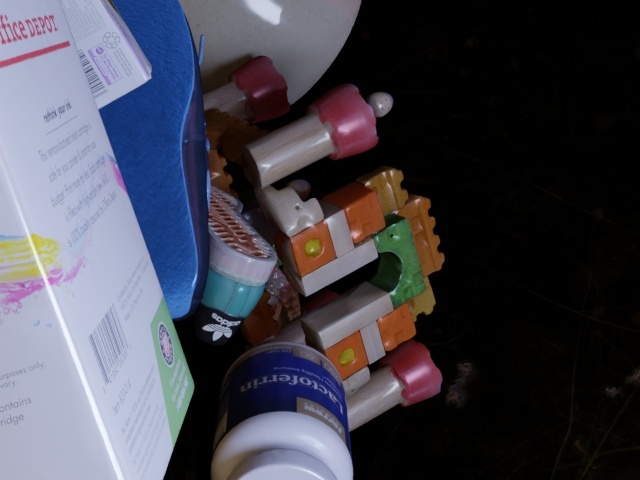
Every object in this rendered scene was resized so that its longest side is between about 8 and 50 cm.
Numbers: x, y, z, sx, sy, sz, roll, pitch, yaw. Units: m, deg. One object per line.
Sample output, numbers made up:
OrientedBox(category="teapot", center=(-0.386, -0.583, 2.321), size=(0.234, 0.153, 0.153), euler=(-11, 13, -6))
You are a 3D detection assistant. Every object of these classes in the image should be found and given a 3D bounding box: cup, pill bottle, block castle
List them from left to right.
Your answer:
OrientedBox(category="cup", center=(-0.139, -0.364, 1.581), size=(0.237, 0.331, 0.331), euler=(29, 36, -42))
OrientedBox(category="pill bottle", center=(-0.042, 0.231, 1.225), size=(0.264, 0.153, 0.153), euler=(-96, 168, -69))
OrientedBox(category="block castle", center=(0.000, 0.000, 1.464), size=(0.303, 0.213, 0.453), euler=(28, -40, 55))

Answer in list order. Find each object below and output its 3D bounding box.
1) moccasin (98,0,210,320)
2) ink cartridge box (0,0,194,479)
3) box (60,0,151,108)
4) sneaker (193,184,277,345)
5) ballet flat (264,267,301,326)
OrientedBox(category="moccasin", center=(-0.177, -0.085, 1.116), size=(0.117, 0.138, 0.342), euler=(72, 16, -77))
OrientedBox(category="ink cartridge box", center=(-0.189, -0.025, 0.613), size=(0.207, 0.119, 0.353), euler=(-86, 159, -76))
OrientedBox(category="box", center=(-0.236, -0.248, 0.838), size=(0.324, 0.067, 0.063), euler=(59, 3, -19))
OrientedBox(category="sneaker", center=(-0.142, 0.012, 1.257), size=(0.121, 0.108, 0.302), euler=(-64, -155, 13))
OrientedBox(category="ballet flat", center=(-0.072, 0.120, 1.769), size=(0.241, 0.091, 0.077), euler=(64, 32, -43))
